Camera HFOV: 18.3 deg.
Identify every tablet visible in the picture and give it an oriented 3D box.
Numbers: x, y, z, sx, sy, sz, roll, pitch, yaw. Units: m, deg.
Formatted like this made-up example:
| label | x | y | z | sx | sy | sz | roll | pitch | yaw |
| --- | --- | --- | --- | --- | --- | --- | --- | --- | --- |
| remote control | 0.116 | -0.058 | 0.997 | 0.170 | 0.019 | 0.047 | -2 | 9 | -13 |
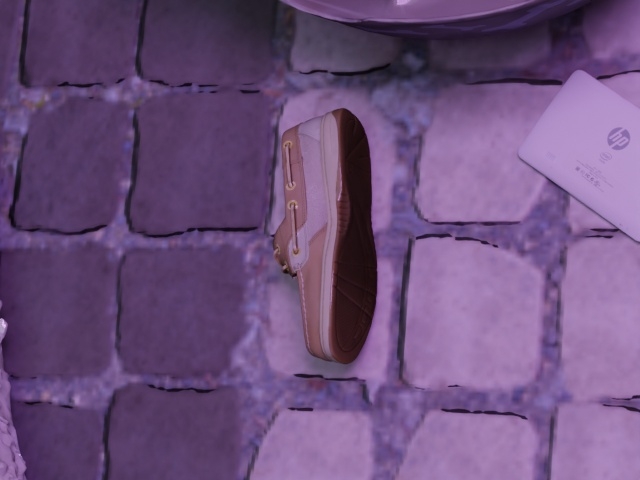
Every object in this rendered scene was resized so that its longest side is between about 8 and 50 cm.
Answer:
| label | x | y | z | sx | sy | sz | roll | pitch | yaw |
| --- | --- | --- | --- | --- | --- | --- | --- | --- | --- |
| tablet | 0.143 | -0.043 | 0.981 | 0.083 | 0.006 | 0.054 | 38 | 96 | 26 |

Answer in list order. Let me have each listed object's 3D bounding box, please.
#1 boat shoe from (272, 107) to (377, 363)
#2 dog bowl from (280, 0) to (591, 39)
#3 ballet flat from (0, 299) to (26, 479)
| label | x | y | z | sx | sy | sz | roll | pitch | yaw |
| --- | --- | --- | --- | --- | --- | --- | --- | --- | --- |
| boat shoe | 0.000 | 0.000 | 1.019 | 0.045 | 0.050 | 0.135 | -10 | 65 | 27 |
| dog bowl | 0.060 | -0.259 | 0.980 | 0.349 | 0.102 | 0.349 | -3 | 77 | 12 |
| ballet flat | -0.248 | 0.022 | 1.083 | 0.147 | 0.147 | 0.409 | -25 | 69 | 19 |
